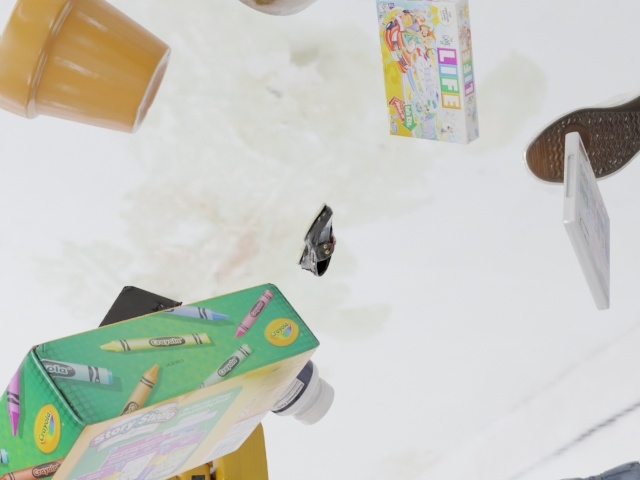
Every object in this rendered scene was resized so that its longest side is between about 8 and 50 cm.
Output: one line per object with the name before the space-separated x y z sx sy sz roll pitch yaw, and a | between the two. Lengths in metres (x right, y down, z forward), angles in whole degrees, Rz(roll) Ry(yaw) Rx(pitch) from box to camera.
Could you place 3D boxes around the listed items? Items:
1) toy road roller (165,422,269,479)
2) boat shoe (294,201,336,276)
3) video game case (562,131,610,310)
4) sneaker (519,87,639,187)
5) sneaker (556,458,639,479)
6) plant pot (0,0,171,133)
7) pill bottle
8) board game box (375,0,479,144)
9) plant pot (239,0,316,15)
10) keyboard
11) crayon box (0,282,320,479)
toy road roller | -0.219 0.408 1.881 0.240 0.329 0.202 21 -53 -22
boat shoe | 0.001 -0.001 1.460 0.042 0.049 0.133 33 -30 10
video game case | 0.309 -0.022 1.426 0.019 0.143 0.157 -10 -45 23
sneaker | 0.393 -0.140 1.715 0.290 0.106 0.123 -22 -3 -17
sneaker | 0.288 0.341 1.227 0.163 0.226 0.086 -14 -7 4
plant pot | -0.307 -0.236 1.626 0.188 0.205 0.205 23 -34 -2
pill bottle | -0.062 0.191 1.748 0.169 0.094 0.094 40 -47 -26
board game box | 0.115 -0.184 1.320 0.103 0.026 0.154 11 -61 38
plant pot | 0.013 -0.402 1.369 0.254 0.237 0.237 -15 -32 43
keyboard | -0.223 0.137 1.453 0.108 0.180 0.023 18 -36 15
crayon box | -0.147 0.140 1.048 0.278 0.081 0.165 -13 -33 -50
